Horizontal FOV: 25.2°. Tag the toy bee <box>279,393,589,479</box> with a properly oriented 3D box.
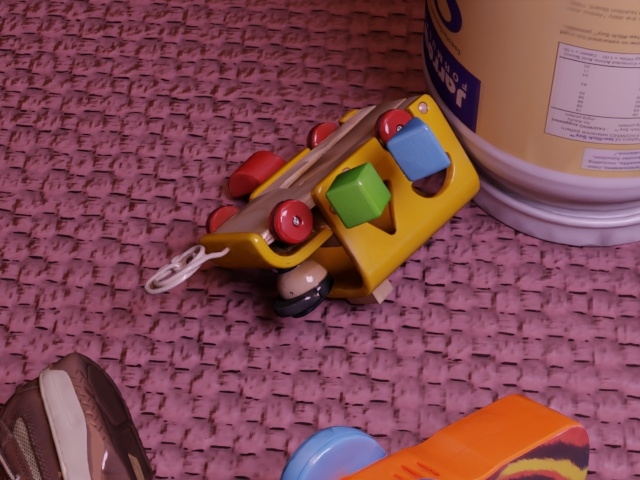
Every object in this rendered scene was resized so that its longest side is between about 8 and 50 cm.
[{"bbox_3d":[0.014,0.186,0.783,0.298,0.162,0.195,-2,20,-16],"label":"toy bee"}]

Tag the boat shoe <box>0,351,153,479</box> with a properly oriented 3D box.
[{"bbox_3d":[-0.129,0.191,0.809,0.095,0.095,0.257,-29,54,5],"label":"boat shoe"}]

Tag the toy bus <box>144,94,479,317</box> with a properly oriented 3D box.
[{"bbox_3d":[0.011,-0.007,0.939,0.202,0.104,0.191,-28,18,18],"label":"toy bus"}]

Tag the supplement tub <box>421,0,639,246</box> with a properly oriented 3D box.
[{"bbox_3d":[0.187,-0.176,0.919,0.241,0.331,0.241,0,52,1],"label":"supplement tub"}]
